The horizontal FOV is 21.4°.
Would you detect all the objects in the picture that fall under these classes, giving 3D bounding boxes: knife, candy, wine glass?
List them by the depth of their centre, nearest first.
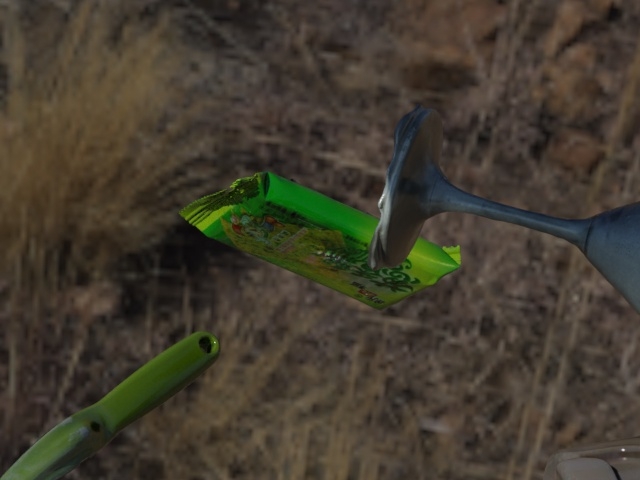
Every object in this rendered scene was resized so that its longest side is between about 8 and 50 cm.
[{"bbox_3d":[-0.094,0.079,0.781,0.022,0.026,0.184,57,32,-2],"label":"knife"},{"bbox_3d":[0.124,-0.007,0.860,0.183,0.122,0.122,16,30,15],"label":"wine glass"},{"bbox_3d":[0.000,0.001,1.171,0.178,0.102,0.032,23,60,-22],"label":"candy"}]

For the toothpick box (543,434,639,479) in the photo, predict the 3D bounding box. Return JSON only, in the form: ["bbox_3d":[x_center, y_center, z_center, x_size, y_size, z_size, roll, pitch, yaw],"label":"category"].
[{"bbox_3d":[0.161,0.102,0.487,0.181,0.111,0.111,-8,30,-3],"label":"toothpick box"}]
